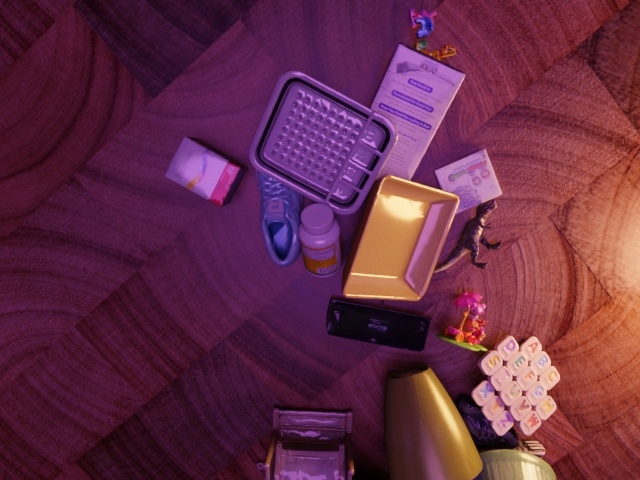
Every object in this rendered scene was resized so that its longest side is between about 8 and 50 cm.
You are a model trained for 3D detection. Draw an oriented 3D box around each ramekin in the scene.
[{"bbox_3d":[0.564,0.787,1.421,0.302,0.148,0.304,4,121,7],"label":"ramekin"}]

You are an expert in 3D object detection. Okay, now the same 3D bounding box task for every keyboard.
[{"bbox_3d":[0.182,0.222,1.444,0.316,0.033,0.202,11,106,-1],"label":"keyboard"}]

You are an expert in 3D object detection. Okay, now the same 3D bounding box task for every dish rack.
[{"bbox_3d":[0.005,-0.253,1.242,0.332,0.072,0.286,28,117,-3],"label":"dish rack"}]

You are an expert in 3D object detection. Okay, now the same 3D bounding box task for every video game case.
[{"bbox_3d":[0.428,-0.169,1.376,0.157,0.019,0.143,-23,99,5],"label":"video game case"}]

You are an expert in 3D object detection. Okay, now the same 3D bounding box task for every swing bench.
[{"bbox_3d":[-0.030,0.645,1.417,0.252,0.255,0.166,2,109,2],"label":"swing bench"}]

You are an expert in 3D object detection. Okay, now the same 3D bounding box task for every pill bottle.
[{"bbox_3d":[0.000,0.000,1.316,0.117,0.118,0.209,-6,141,2],"label":"pill bottle"}]

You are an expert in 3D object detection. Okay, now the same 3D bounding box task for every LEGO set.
[{"bbox_3d":[0.309,-0.524,1.285,0.093,0.087,0.228,-11,100,4],"label":"LEGO set"}]

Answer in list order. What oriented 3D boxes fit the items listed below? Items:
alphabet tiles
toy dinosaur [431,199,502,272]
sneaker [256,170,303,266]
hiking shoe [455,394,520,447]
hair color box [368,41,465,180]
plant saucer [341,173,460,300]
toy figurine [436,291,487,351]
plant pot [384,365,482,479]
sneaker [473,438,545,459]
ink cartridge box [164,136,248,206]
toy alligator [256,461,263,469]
[{"bbox_3d":[0.593,0.436,1.426,0.277,0.021,0.284,-35,96,-14],"label":"alphabet tiles"},{"bbox_3d":[0.451,0.013,1.387,0.118,0.064,0.268,35,100,10],"label":"toy dinosaur"},{"bbox_3d":[-0.110,-0.102,1.334,0.135,0.150,0.367,-10,99,2],"label":"sneaker"},{"bbox_3d":[0.507,0.582,1.480,0.226,0.086,0.114,35,108,4],"label":"hiking shoe"},{"bbox_3d":[0.216,-0.326,1.271,0.185,0.110,0.339,24,117,-3],"label":"hair color box"},{"bbox_3d":[0.207,-0.003,1.311,0.332,0.081,0.333,8,104,-40],"label":"plant saucer"},{"bbox_3d":[0.446,0.234,1.409,0.173,0.130,0.160,17,91,-24],"label":"toy figurine"},{"bbox_3d":[0.297,0.534,1.400,0.274,0.275,0.294,-15,82,4],"label":"plant pot"},{"bbox_3d":[0.585,0.700,1.490,0.228,0.086,0.132,3,102,0],"label":"sneaker"},{"bbox_3d":[-0.317,-0.194,1.334,0.176,0.128,0.128,29,99,-4],"label":"ink cartridge box"},{"bbox_3d":[-0.112,0.724,1.527,0.189,0.051,0.056,-1,99,23],"label":"toy alligator"}]
